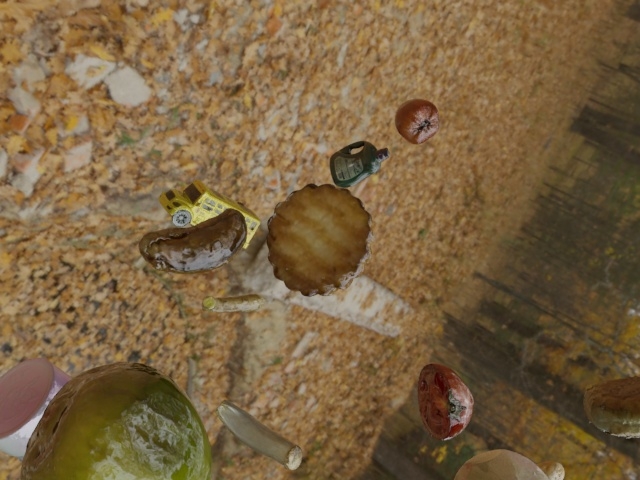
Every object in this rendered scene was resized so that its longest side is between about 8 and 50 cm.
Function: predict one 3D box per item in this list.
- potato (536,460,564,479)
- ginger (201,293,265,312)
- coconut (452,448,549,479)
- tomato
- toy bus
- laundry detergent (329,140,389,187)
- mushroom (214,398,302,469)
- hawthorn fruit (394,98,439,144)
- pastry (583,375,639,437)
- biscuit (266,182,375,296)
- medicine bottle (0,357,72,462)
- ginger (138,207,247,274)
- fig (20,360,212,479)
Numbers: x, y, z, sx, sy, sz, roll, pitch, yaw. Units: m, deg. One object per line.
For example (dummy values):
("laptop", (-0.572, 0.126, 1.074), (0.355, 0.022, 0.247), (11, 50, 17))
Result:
("potato", (0.649, 0.660, 1.784), (0.062, 0.083, 0.068), (-5, 92, -48))
("ginger", (-0.335, 0.239, 2.369), (0.118, 0.065, 0.299), (-34, 155, 31))
("coconut", (0.356, 0.528, 1.238), (0.224, 0.224, 0.234), (-54, 167, -16))
("tomato", (0.274, 0.336, 1.330), (0.139, 0.091, 0.159), (167, -82, -69))
("toy bus", (-0.369, -0.095, 2.093), (0.330, 0.144, 0.152), (28, 102, -39))
("laundry detergent", (0.136, -0.272, 2.111), (0.222, 0.144, 0.078), (-24, 155, 33))
("mushroom", (-0.216, 0.669, 2.169), (0.095, 0.351, 0.122), (-49, 159, -38))
("hawthorn fruit", (0.281, -0.360, 1.853), (0.133, 0.138, 0.132), (-7, 116, -15))
("pastry", (0.800, 0.423, 1.577), (0.236, 0.120, 0.257), (-13, -178, -20))
("biscuit", (0.000, 0.000, 1.767), (0.325, 0.326, 0.107), (-60, 157, 2))
("medicine bottle", (-0.602, 0.444, 1.469), (0.212, 0.212, 0.325), (-52, 133, -22))
("ginger", (-0.348, 0.022, 1.774), (0.321, 0.165, 0.172), (-21, 121, -30))
("fig", (-0.355, 0.400, 1.149), (0.343, 0.343, 0.343), (-49, 159, -27))
